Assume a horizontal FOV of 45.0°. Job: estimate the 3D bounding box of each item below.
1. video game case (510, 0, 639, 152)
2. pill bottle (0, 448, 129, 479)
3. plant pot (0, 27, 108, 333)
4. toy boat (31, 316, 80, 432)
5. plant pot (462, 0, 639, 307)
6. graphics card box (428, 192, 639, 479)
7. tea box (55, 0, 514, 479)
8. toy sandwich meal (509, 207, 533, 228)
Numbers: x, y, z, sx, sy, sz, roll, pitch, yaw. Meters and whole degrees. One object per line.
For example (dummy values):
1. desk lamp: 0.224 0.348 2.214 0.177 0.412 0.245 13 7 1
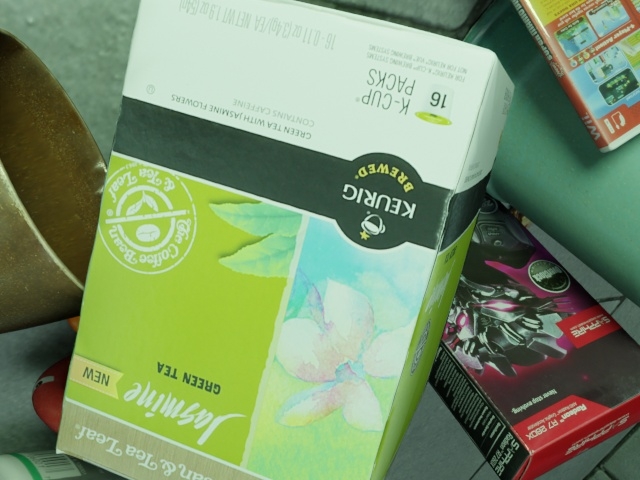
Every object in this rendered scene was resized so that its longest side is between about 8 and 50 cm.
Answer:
1. video game case: 0.278 -0.256 0.732 0.204 0.285 0.025 -32 -178 -8
2. pill bottle: -0.259 0.367 1.006 0.361 0.204 0.204 9 124 -46
3. plant pot: -0.290 -0.008 0.566 0.230 0.215 0.215 -23 145 3
4. toy boat: -0.215 0.106 0.829 0.231 0.151 0.151 -38 116 -1
5. plant pot: 0.363 -0.110 0.899 0.341 0.334 0.341 -24 142 -20
6. graphics card box: 0.224 0.102 0.985 0.232 0.371 0.094 -18 142 -24
7. tea box: 0.000 0.000 0.606 0.329 0.219 0.324 -26 131 -72
8. toy sandwich meal: 0.328 -0.039 1.216 0.085 0.029 0.086 -24 143 -19
